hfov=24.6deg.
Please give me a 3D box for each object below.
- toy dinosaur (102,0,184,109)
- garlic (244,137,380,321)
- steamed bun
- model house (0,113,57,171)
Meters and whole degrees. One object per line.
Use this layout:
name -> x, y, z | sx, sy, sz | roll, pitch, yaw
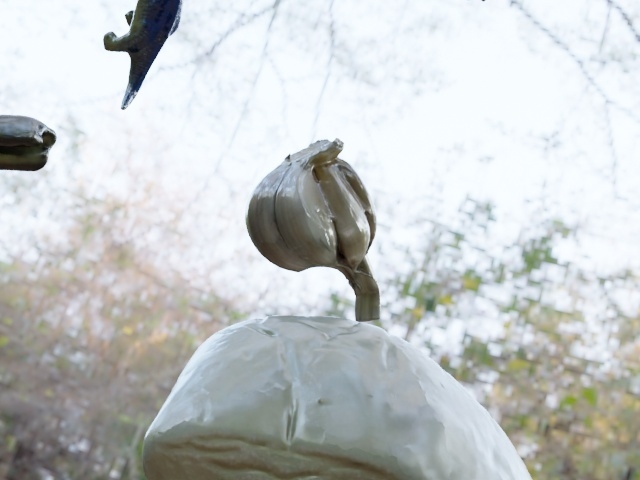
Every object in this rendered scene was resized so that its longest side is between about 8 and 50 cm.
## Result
toy dinosaur -> -0.176, -0.279, 1.762 | 0.188, 0.247, 0.075 | 3, -1, 33
garlic -> 0.000, 0.000, 1.481 | 0.131, 0.127, 0.194 | 12, -51, 60
steamed bun -> 0.055, 0.222, 1.184 | 0.236, 0.247, 0.383 | -30, -79, 23
model house -> -0.297, -0.100, 0.858 | 0.279, 0.218, 0.205 | 0, -41, -12
